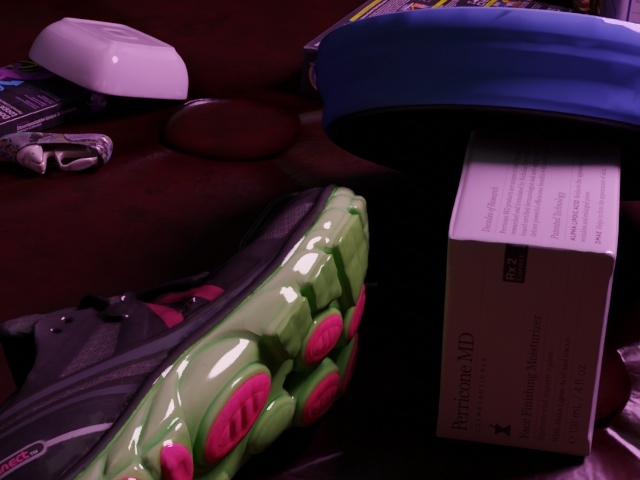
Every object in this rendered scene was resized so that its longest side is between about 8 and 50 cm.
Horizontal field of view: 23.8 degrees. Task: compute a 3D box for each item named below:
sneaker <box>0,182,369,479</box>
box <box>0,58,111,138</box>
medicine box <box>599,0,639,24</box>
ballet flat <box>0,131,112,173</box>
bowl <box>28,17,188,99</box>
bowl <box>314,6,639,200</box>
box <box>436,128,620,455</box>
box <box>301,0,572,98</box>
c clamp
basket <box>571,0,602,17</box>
[{"bbox_3d":[-0.111,0.079,1.062,0.202,0.185,0.483,21,34,21],"label":"sneaker"},{"bbox_3d":[-0.317,-0.147,1.579,0.116,0.029,0.162,28,40,36],"label":"box"},{"bbox_3d":[0.438,-0.272,1.591,0.263,0.289,0.149,4,33,3],"label":"medicine box"},{"bbox_3d":[-0.259,-0.084,1.470,0.114,0.041,0.041,-2,31,-5],"label":"ballet flat"},{"bbox_3d":[-0.220,-0.196,1.605,0.142,0.053,0.142,27,18,38],"label":"bowl"},{"bbox_3d":[0.185,-0.104,1.300,0.391,0.077,0.391,8,-7,1],"label":"bowl"},{"bbox_3d":[0.159,0.036,1.154,0.119,0.181,0.182,6,31,9],"label":"box"},{"bbox_3d":[0.135,-0.213,1.696,0.216,0.060,0.270,16,33,22],"label":"box"},{"bbox_3d":[0.000,0.000,1.366,0.137,0.022,0.161,4,32,13],"label":"c clamp"},{"bbox_3d":[0.391,-0.405,1.801,0.223,0.299,0.213,-2,31,-9],"label":"basket"}]
